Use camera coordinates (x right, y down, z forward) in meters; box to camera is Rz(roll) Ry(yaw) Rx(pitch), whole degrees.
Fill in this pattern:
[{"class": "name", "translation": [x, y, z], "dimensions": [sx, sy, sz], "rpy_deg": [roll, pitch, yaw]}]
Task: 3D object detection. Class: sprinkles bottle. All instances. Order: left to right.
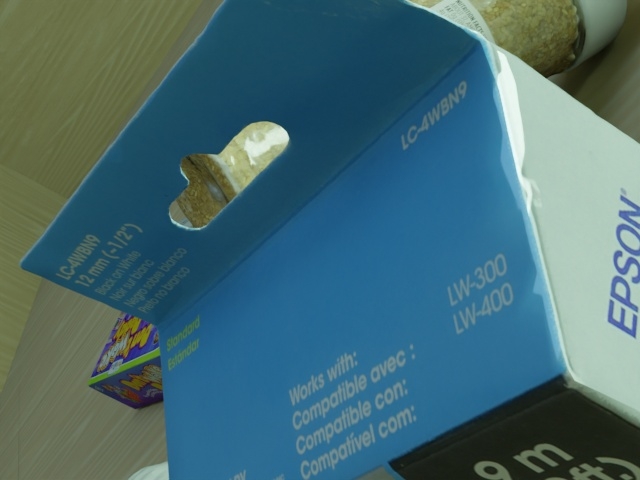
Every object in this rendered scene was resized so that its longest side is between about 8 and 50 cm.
[{"class": "sprinkles bottle", "translation": [0.059, -0.116, 0.855], "dimensions": [0.355, 0.121, 0.121], "rpy_deg": [-33, 8, -23]}]

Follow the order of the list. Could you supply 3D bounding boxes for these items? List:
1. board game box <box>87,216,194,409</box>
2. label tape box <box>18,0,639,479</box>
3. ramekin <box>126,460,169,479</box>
[{"class": "board game box", "translation": [-0.164, 0.075, 1.496], "dimensions": [0.347, 0.078, 0.233], "rpy_deg": [-27, 38, 59]}, {"class": "label tape box", "translation": [0.062, 0.078, 0.449], "dimensions": [0.249, 0.348, 0.115], "rpy_deg": [-39, 28, 49]}, {"class": "ramekin", "translation": [-0.030, 0.229, 0.635], "dimensions": [0.127, 0.273, 0.273], "rpy_deg": [-54, 14, -24]}]
